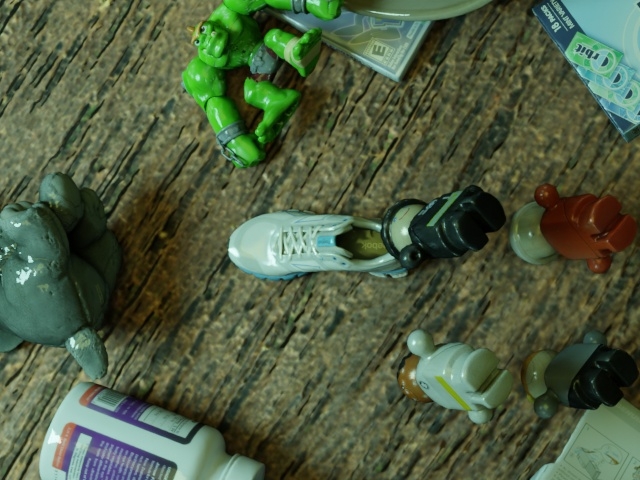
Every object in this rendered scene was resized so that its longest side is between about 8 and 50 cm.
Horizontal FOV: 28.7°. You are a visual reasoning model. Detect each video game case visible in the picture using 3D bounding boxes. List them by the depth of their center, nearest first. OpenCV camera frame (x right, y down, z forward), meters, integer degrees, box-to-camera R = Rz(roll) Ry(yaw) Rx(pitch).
[{"bbox_3d":[0.049,-0.287,1.253,0.183,0.023,0.201,29,88,11],"label":"video game case"}]

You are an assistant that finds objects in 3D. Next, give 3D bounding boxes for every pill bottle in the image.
[{"bbox_3d":[-0.155,0.214,1.177,0.193,0.108,0.108,19,86,11],"label":"pill bottle"}]

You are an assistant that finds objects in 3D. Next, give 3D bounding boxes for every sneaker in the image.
[{"bbox_3d":[0.000,0.000,1.195,0.190,0.083,0.071,-2,84,9],"label":"sneaker"}]

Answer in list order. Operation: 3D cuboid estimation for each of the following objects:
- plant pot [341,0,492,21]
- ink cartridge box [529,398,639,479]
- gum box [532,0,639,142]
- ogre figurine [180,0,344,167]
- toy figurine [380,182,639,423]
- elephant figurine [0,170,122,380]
[{"bbox_3d":[0.069,-0.405,1.121,0.323,0.323,0.280,20,70,10],"label":"plant pot"},{"bbox_3d":[0.298,0.290,1.090,0.275,0.060,0.239,36,47,9],"label":"ink cartridge box"},{"bbox_3d":[0.319,-0.208,1.168,0.184,0.041,0.157,-36,70,12],"label":"gum box"},{"bbox_3d":[-0.067,-0.179,1.221,0.118,0.097,0.197,35,131,16],"label":"ogre figurine"},{"bbox_3d":[0.163,0.055,1.108,0.213,0.148,0.210,-1,87,-25],"label":"toy figurine"},{"bbox_3d":[-0.326,0.035,1.220,0.239,0.186,0.169,-13,124,17],"label":"elephant figurine"}]
